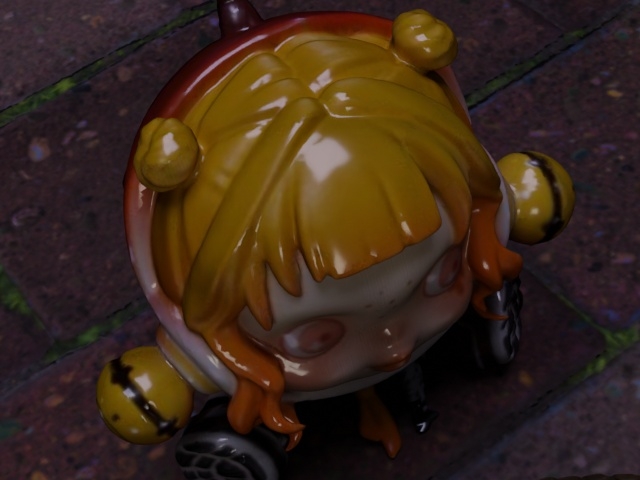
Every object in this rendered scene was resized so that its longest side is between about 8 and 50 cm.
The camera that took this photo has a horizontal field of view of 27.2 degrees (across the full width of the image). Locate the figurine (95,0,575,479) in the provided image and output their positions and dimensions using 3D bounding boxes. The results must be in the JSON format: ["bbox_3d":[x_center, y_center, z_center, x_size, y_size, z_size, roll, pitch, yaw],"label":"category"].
[{"bbox_3d":[-0.002,-0.002,0.789,0.320,0.323,0.196,-27,53,-16],"label":"figurine"}]

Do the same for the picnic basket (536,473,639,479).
[{"bbox_3d":[0.191,0.189,0.744,0.193,0.055,0.110,-5,43,38],"label":"picnic basket"}]
